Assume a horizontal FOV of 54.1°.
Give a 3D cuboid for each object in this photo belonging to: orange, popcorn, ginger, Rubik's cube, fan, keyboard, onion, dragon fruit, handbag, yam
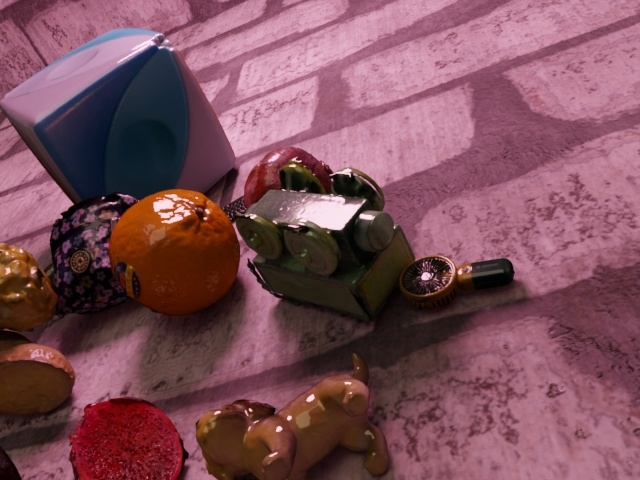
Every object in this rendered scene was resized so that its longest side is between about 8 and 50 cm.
[{"bbox_3d":[-0.242,0.017,1.053,0.219,0.193,0.219,9,26,-4],"label":"orange"},{"bbox_3d":[-0.532,0.084,1.078,0.142,0.174,0.173,-9,30,-19],"label":"popcorn"},{"bbox_3d":[-0.556,0.229,1.077,0.353,0.126,0.190,-1,32,29],"label":"ginger"},{"bbox_3d":[-0.442,-0.237,1.387,0.351,0.347,0.352,-38,36,-14],"label":"Rubik's cube"},{"bbox_3d":[0.186,0.055,0.855,0.155,0.039,0.082,-10,38,22],"label":"fan"},{"bbox_3d":[-0.189,-0.053,1.273,0.204,0.013,0.061,-31,34,-3],"label":"keyboard"},{"bbox_3d":[-0.070,-0.074,1.118,0.195,0.159,0.159,-38,16,54],"label":"onion"},{"bbox_3d":[-0.262,0.292,0.819,0.111,0.153,0.153,-47,21,37],"label":"dragon fruit"},{"bbox_3d":[-0.413,0.022,1.178,0.228,0.127,0.208,-20,76,14],"label":"handbag"},{"bbox_3d":[-0.566,0.074,1.336,0.054,0.054,0.132,14,54,44],"label":"yam"}]

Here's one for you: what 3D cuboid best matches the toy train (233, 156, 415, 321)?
[{"bbox_3d":[0.000,0.000,0.926,0.271,0.188,0.159,9,49,44],"label":"toy train"}]

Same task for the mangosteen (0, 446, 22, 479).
[{"bbox_3d":[-0.490,0.367,0.751,0.305,0.359,0.306,-3,68,8],"label":"mangosteen"}]

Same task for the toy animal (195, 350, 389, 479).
[{"bbox_3d":[-0.036,0.227,0.729,0.233,0.121,0.169,-25,24,-1],"label":"toy animal"}]
